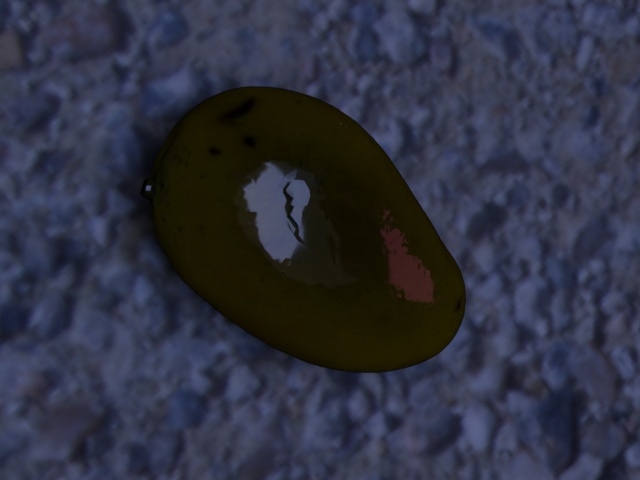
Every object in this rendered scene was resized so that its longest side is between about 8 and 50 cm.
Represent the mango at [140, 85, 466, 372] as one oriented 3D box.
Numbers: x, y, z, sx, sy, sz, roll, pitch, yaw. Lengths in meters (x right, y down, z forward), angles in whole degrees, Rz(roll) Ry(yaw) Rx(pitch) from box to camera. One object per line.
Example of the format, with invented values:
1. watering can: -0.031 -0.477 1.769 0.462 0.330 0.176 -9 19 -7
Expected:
1. mango: 0.000 0.000 0.766 0.161 0.076 0.103 36 68 -22
